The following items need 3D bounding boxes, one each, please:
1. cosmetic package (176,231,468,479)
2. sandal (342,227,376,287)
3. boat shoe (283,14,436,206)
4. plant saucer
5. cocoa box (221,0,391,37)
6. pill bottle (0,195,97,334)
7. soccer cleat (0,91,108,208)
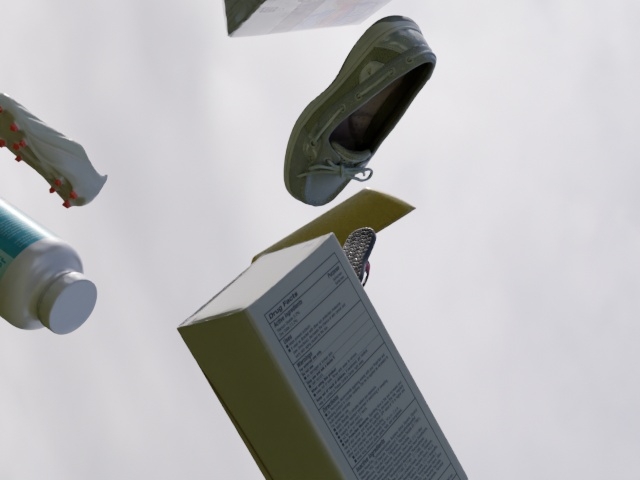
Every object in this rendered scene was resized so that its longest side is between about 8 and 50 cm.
[{"bbox_3d":[0.008,0.169,1.307,0.113,0.160,0.309,-18,-75,44],"label":"cosmetic package"},{"bbox_3d":[0.048,0.051,1.945,0.067,0.179,0.040,-6,-53,31],"label":"sandal"},{"bbox_3d":[0.053,-0.164,1.815,0.320,0.118,0.103,-54,-136,27],"label":"boat shoe"},{"bbox_3d":[0.000,0.000,2.323,0.081,0.333,0.333,58,-1,0],"label":"plant saucer"},{"bbox_3d":[-0.014,-0.448,1.896,0.347,0.228,0.231,170,-88,-75],"label":"cocoa box"},{"bbox_3d":[-0.451,0.037,1.903,0.264,0.146,0.146,30,-43,29],"label":"pill bottle"},{"bbox_3d":[-0.374,-0.129,1.752,0.196,0.076,0.068,48,-42,-8],"label":"soccer cleat"}]
